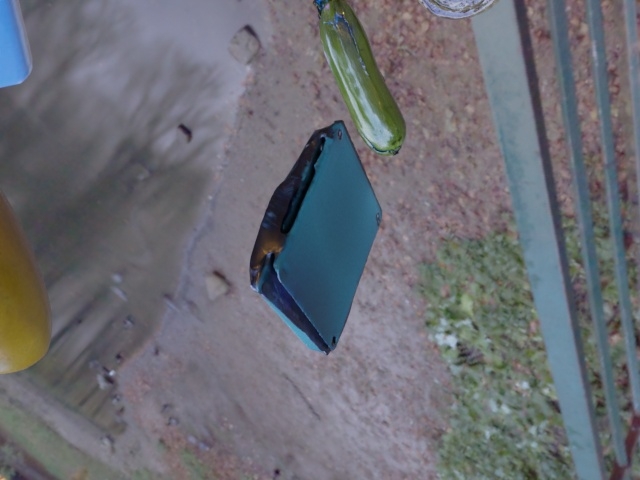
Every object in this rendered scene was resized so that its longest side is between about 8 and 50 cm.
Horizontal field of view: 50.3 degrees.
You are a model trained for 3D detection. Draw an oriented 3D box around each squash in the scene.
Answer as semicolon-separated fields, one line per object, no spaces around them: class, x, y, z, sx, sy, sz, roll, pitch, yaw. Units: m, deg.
squash;0.038;-0.170;0.689;0.052;0.052;0.184;-15;99;54

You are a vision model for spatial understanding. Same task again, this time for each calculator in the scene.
calculator;0.000;0.000;0.958;0.058;0.274;0.248;8;153;26

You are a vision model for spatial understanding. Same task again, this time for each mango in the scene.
mango;-0.523;-0.011;0.907;0.446;0.232;0.300;53;155;2

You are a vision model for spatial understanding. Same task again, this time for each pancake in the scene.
pancake;0.145;-0.284;0.722;0.114;0.011;0.115;12;137;12

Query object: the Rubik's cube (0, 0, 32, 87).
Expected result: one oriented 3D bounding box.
Rubik's cube;-0.310;-0.225;0.252;0.290;0.291;0.291;115;134;-62
